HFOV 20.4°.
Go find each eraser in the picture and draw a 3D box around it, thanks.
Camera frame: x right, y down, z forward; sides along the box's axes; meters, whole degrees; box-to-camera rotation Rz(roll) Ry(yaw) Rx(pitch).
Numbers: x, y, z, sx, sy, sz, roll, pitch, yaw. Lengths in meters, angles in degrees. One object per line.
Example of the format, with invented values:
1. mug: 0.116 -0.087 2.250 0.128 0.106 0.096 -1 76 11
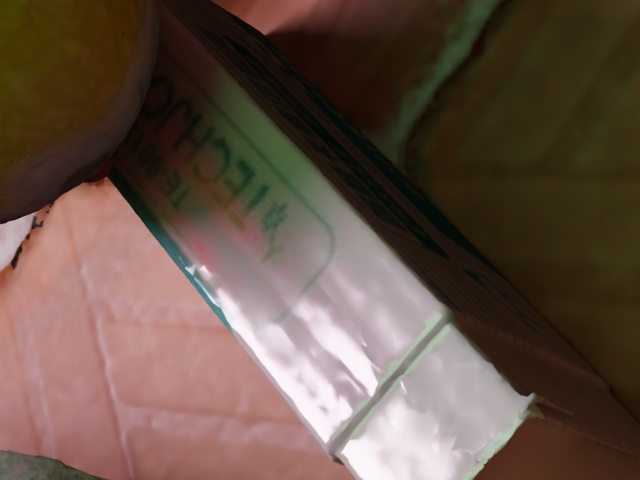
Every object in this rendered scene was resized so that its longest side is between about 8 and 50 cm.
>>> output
1. eraser: 0.000 0.000 0.512 0.052 0.095 0.225 -50 53 11

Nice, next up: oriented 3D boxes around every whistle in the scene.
1. whistle: -0.095 -0.085 0.497 0.123 0.123 0.223 -25 41 30

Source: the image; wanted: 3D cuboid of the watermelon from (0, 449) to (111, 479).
1. watermelon: -0.160 0.140 0.520 0.322 0.175 0.188 -5 55 37
